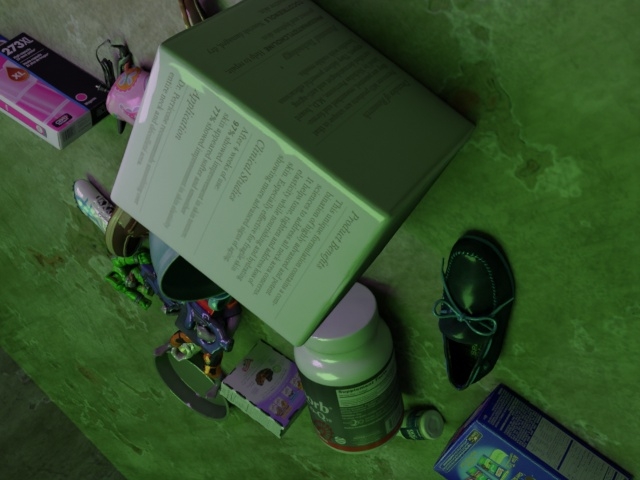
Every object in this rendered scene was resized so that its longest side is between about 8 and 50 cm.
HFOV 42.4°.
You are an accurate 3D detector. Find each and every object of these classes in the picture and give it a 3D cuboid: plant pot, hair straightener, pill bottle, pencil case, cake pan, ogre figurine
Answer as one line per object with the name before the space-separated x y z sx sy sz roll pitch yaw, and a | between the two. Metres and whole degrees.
plant pot | -0.226 -0.036 1.678 0.196 0.293 0.293 60 151 22
hair straightener | -0.429 -0.318 1.718 0.089 0.047 0.230 4 136 5
pill bottle | 0.217 0.421 1.881 0.120 0.067 0.067 -18 114 52
pencil case | -0.284 -0.243 1.627 0.284 0.124 0.124 28 143 22
cake pan | -0.375 0.421 2.471 0.293 0.054 0.293 26 142 23
ogre figurine | -0.508 0.095 2.221 0.118 0.096 0.197 21 152 10
pill bottle | 0.058 0.269 1.751 0.210 0.210 0.362 17 138 32

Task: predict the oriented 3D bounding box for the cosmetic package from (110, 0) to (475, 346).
cosmetic package | -0.048 -0.123 1.288 0.394 0.327 0.329 38 133 5

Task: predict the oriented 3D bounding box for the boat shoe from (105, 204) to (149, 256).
boat shoe | -0.414 -0.056 1.945 0.123 0.123 0.342 33 134 3

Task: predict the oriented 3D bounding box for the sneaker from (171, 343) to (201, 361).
sneaker | -0.337 0.265 2.235 0.087 0.092 0.228 44 144 1

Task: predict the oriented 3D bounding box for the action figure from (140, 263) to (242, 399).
action figure | -0.307 0.187 2.059 0.341 0.179 0.330 45 127 24

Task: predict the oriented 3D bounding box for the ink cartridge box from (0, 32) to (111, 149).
ink cartridge box | -0.641 -0.348 1.804 0.371 0.176 0.069 31 143 16

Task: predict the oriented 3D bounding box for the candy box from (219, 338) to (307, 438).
candy box | -0.127 0.371 2.079 0.196 0.165 0.070 34 143 13

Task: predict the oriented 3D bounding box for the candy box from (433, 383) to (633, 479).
candy box | 0.427 0.478 1.690 0.317 0.122 0.268 36 144 11

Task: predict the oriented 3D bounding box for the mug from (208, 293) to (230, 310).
mug | -0.224 0.067 1.882 0.129 0.097 0.158 49 125 7

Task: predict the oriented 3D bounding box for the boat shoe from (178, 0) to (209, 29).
boat shoe | -0.184 -0.345 1.466 0.073 0.073 0.207 -17 126 9

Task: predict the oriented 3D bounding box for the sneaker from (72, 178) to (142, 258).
sneaker | -0.542 -0.063 2.109 0.086 0.085 0.237 -28 104 26

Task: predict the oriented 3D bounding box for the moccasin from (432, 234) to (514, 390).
moccasin | 0.279 0.147 1.485 0.138 0.117 0.342 16 137 33
